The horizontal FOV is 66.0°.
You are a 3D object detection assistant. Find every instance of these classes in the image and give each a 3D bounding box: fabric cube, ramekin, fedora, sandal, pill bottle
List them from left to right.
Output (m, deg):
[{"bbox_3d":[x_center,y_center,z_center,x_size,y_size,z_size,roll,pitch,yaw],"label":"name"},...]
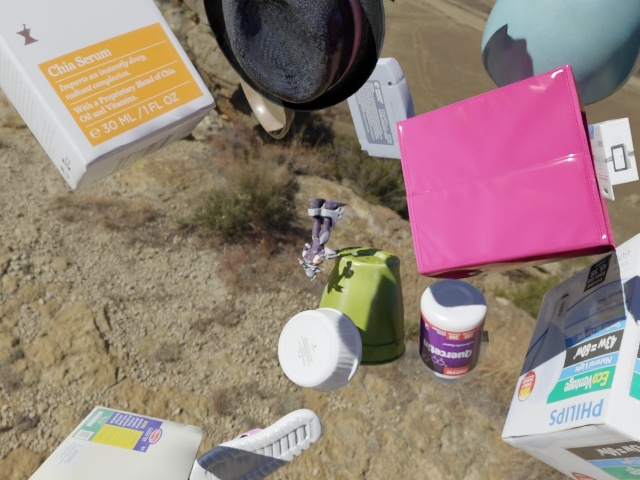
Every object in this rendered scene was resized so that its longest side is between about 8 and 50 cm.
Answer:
[{"bbox_3d":[-0.190,0.632,1.498,0.415,0.170,0.102,-21,18,-7],"label":"sandal"},{"bbox_3d":[-0.054,-0.346,0.790,0.333,0.334,0.153,20,38,-6],"label":"fedora"},{"bbox_3d":[-0.013,0.343,1.565,0.127,0.273,0.273,21,24,-53],"label":"ramekin"},{"bbox_3d":[0.384,0.282,1.459,0.181,0.323,0.182,-5,39,4],"label":"pill bottle"},{"bbox_3d":[0.305,-0.083,0.801,0.254,0.257,0.260,7,73,-58],"label":"fabric cube"}]

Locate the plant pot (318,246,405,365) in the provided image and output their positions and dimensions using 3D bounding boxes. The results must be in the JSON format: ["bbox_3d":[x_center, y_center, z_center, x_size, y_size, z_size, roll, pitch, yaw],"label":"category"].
[{"bbox_3d":[0.157,0.219,1.842,0.365,0.354,0.366,4,15,-1],"label":"plant pot"}]

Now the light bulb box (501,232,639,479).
[{"bbox_3d":[0.557,0.242,0.914,0.225,0.358,0.361,27,64,6],"label":"light bulb box"}]

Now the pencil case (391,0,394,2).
[{"bbox_3d":[0.180,-0.588,0.971,0.098,0.210,0.095,18,-5,-18],"label":"pencil case"}]

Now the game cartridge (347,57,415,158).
[{"bbox_3d":[0.175,-0.375,1.421,0.197,0.298,0.062,11,46,37],"label":"game cartridge"}]

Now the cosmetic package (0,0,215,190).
[{"bbox_3d":[-0.387,-0.332,0.731,0.230,0.161,0.454,-38,102,-31],"label":"cosmetic package"}]

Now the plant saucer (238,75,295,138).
[{"bbox_3d":[-0.126,-0.365,1.097,0.041,0.278,0.278,-24,52,-17],"label":"plant saucer"}]

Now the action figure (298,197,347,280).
[{"bbox_3d":[0.000,0.000,1.688,0.099,0.286,0.185,11,3,-37],"label":"action figure"}]

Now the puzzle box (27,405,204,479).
[{"bbox_3d":[-0.402,0.469,1.007,0.271,0.052,0.409,14,3,-5],"label":"puzzle box"}]

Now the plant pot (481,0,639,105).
[{"bbox_3d":[0.448,-0.415,0.879,0.289,0.195,0.291,-4,68,10],"label":"plant pot"}]

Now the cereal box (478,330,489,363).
[{"bbox_3d":[0.482,0.369,1.717,0.172,0.240,0.048,1,59,10],"label":"cereal box"}]

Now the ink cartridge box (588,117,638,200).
[{"bbox_3d":[0.322,-0.089,0.541,0.028,0.084,0.048,-12,8,16],"label":"ink cartridge box"}]
